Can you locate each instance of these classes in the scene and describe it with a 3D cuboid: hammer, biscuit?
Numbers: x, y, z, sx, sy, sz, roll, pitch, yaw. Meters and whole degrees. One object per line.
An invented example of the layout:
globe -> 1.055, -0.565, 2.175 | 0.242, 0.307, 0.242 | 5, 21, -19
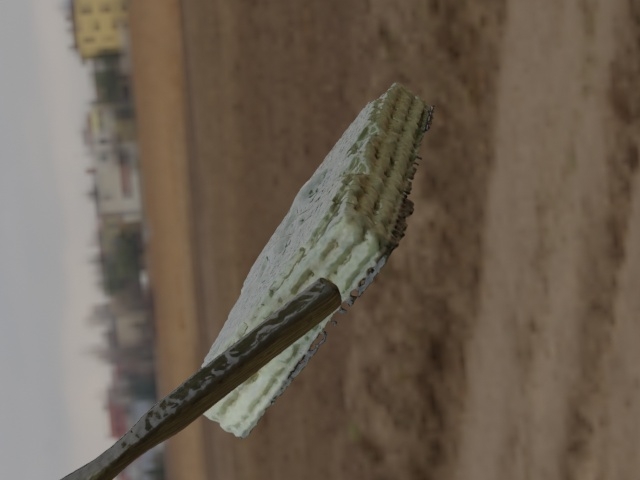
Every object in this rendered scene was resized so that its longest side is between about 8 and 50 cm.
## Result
hammer -> -0.103, 0.097, 0.567 | 0.029, 0.292, 0.058 | 36, 154, 36
biscuit -> 0.000, 0.000, 1.072 | 0.150, 0.052, 0.252 | -52, 5, 24
